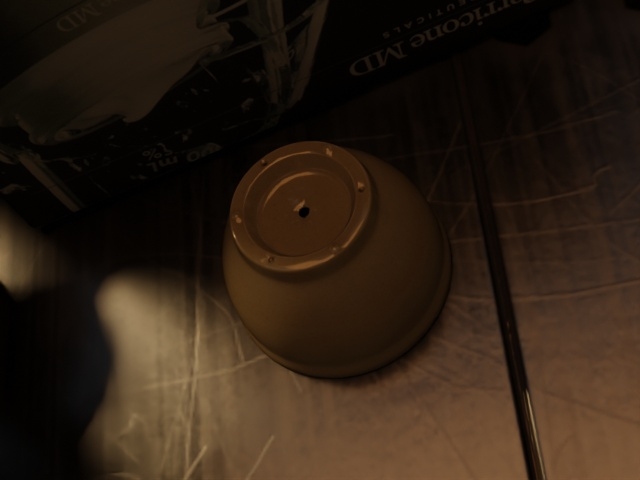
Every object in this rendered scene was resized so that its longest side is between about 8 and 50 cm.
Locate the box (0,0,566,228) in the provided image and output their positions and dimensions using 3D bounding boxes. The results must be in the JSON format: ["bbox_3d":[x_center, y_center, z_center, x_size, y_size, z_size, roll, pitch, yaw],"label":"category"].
[{"bbox_3d":[-0.121,-0.312,0.711,0.480,0.471,0.297,-23,60,6],"label":"box"}]

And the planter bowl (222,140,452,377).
[{"bbox_3d":[0.000,0.000,0.723,0.162,0.109,0.162,-8,62,15],"label":"planter bowl"}]
